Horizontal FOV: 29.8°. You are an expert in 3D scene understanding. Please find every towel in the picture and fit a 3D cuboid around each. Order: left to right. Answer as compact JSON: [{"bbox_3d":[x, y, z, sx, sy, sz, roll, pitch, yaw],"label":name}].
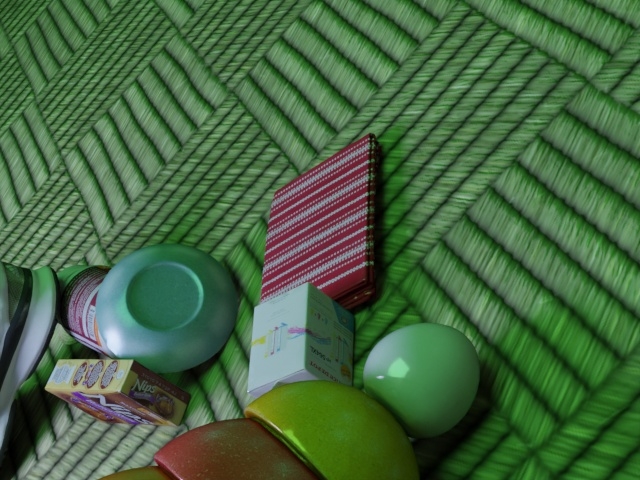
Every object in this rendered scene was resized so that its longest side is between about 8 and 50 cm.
[{"bbox_3d":[0.000,0.000,1.583,0.198,0.031,0.275,-30,38,32],"label":"towel"}]

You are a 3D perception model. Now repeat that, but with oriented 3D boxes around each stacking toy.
[{"bbox_3d":[-0.016,0.264,1.207,0.480,0.351,0.350,-40,31,-17],"label":"stacking toy"}]

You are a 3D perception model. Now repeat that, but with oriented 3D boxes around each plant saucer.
[{"bbox_3d":[-0.209,0.082,1.630,0.194,0.037,0.195,1,62,-2],"label":"plant saucer"}]

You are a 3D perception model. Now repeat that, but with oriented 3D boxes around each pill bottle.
[{"bbox_3d":[-0.312,0.102,1.765,0.221,0.121,0.121,15,71,53],"label":"pill bottle"}]

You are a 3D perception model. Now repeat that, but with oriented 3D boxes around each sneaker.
[{"bbox_3d":[-0.578,0.209,1.776,0.448,0.257,0.169,-65,32,17],"label":"sneaker"}]

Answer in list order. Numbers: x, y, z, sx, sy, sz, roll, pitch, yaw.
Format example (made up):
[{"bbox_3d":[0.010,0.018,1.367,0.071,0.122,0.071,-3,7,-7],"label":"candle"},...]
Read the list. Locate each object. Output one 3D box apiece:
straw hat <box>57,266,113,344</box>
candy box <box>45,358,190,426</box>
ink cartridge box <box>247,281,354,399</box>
[{"bbox_3d":[-0.394,0.089,1.924,0.144,0.061,0.144,-29,41,29],"label":"straw hat"},{"bbox_3d":[-0.279,0.207,1.644,0.186,0.109,0.053,-8,53,46],"label":"candy box"},{"bbox_3d":[-0.022,0.142,1.425,0.090,0.092,0.143,-27,43,30],"label":"ink cartridge box"}]
